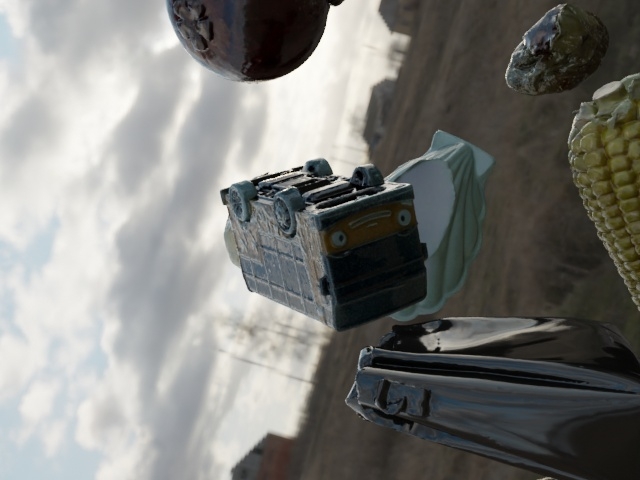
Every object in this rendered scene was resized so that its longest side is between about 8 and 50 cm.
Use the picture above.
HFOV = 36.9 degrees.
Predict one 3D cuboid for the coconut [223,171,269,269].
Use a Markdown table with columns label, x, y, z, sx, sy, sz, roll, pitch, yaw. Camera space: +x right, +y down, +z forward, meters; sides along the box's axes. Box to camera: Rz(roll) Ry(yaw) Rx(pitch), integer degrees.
| label | x | y | z | sx | sy | sz | roll | pitch | yaw |
| --- | --- | --- | --- | --- | --- | --- | --- | --- | --- |
| coconut | -0.054 | -0.010 | 1.558 | 0.194 | 0.194 | 0.194 | 16 | -90 | -87 |

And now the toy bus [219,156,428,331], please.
| label | x | y | z | sx | sy | sz | roll | pitch | yaw |
| --- | --- | --- | --- | --- | --- | --- | --- | --- | --- |
| toy bus | 0.000 | 0.000 | 1.141 | 0.275 | 0.138 | 0.167 | 14 | 119 | 61 |

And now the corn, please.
| label | x | y | z | sx | sy | sz | roll | pitch | yaw |
| --- | --- | --- | --- | --- | --- | --- | --- | --- | --- |
| corn | 0.367 | 0.020 | 0.961 | 0.387 | 0.144 | 0.144 | 64 | -171 | -6 |

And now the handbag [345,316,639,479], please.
| label | x | y | z | sx | sy | sz | roll | pitch | yaw |
| --- | --- | --- | --- | --- | --- | --- | --- | --- | --- |
| handbag | 0.163 | 0.130 | 0.852 | 0.285 | 0.257 | 0.113 | -26 | -56 | -77 |

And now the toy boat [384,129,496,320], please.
| label | x | y | z | sx | sy | sz | roll | pitch | yaw |
| --- | --- | --- | --- | --- | --- | --- | --- | --- | --- |
| toy boat | 0.138 | -0.023 | 1.394 | 0.290 | 0.199 | 0.100 | -60 | -16 | -1 |

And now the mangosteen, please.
| label | x | y | z | sx | sy | sz | roll | pitch | yaw |
| --- | --- | --- | --- | --- | --- | --- | --- | --- | --- |
| mangosteen | -0.066 | -0.312 | 1.202 | 0.257 | 0.215 | 0.215 | -30 | -31 | -34 |

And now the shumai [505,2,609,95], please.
| label | x | y | z | sx | sy | sz | roll | pitch | yaw |
| --- | --- | --- | --- | --- | --- | --- | --- | --- | --- |
| shumai | 0.302 | -0.257 | 1.229 | 0.139 | 0.123 | 0.105 | -28 | -54 | -30 |

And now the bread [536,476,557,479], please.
| label | x | y | z | sx | sy | sz | roll | pitch | yaw |
| --- | --- | --- | --- | --- | --- | --- | --- | --- | --- |
| bread | 0.377 | 0.295 | 0.862 | 0.324 | 0.277 | 0.167 | 15 | 82 | 52 |
